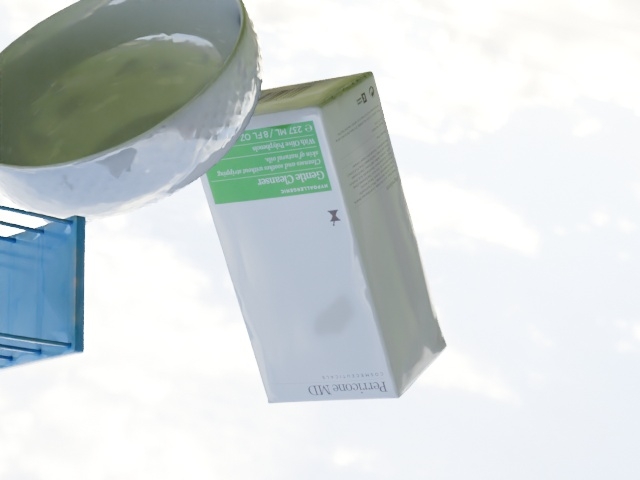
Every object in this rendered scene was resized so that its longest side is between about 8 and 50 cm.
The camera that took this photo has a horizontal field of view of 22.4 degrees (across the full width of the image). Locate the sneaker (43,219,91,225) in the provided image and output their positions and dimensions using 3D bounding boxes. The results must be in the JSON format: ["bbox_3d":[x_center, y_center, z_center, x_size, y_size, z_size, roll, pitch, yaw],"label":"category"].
[{"bbox_3d":[-0.279,-0.157,2.464,0.135,0.150,0.366,43,-127,-12],"label":"sneaker"}]

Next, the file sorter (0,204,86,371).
[{"bbox_3d":[-0.293,0.044,1.371,0.170,0.118,0.104,-15,160,41],"label":"file sorter"}]

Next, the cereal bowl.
[{"bbox_3d":[-0.210,-0.136,1.744,0.339,0.141,0.339,-15,-143,12],"label":"cereal bowl"}]

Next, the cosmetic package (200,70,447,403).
[{"bbox_3d":[0.000,0.000,1.931,0.197,0.365,0.155,-7,-163,31],"label":"cosmetic package"}]
